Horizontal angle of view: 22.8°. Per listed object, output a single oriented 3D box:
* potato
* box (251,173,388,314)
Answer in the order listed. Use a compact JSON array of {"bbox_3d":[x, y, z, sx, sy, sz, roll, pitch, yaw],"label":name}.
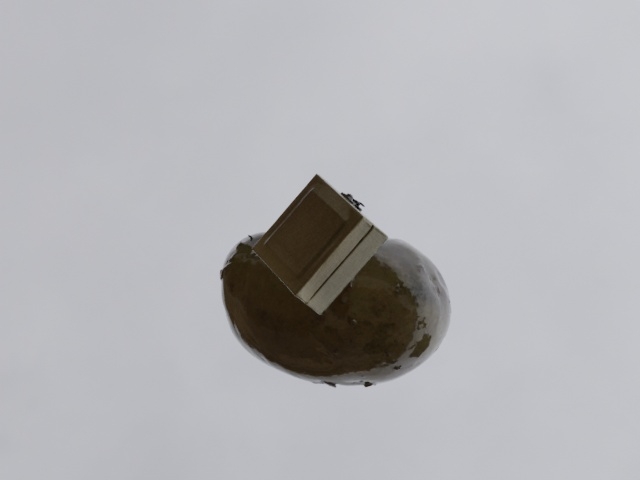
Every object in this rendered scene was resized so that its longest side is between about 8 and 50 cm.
[{"bbox_3d":[0.009,0.063,1.577,0.262,0.165,0.165,10,-75,47],"label":"potato"},{"bbox_3d":[0.000,0.000,1.193,0.083,0.035,0.079,-48,-141,3],"label":"box"}]
